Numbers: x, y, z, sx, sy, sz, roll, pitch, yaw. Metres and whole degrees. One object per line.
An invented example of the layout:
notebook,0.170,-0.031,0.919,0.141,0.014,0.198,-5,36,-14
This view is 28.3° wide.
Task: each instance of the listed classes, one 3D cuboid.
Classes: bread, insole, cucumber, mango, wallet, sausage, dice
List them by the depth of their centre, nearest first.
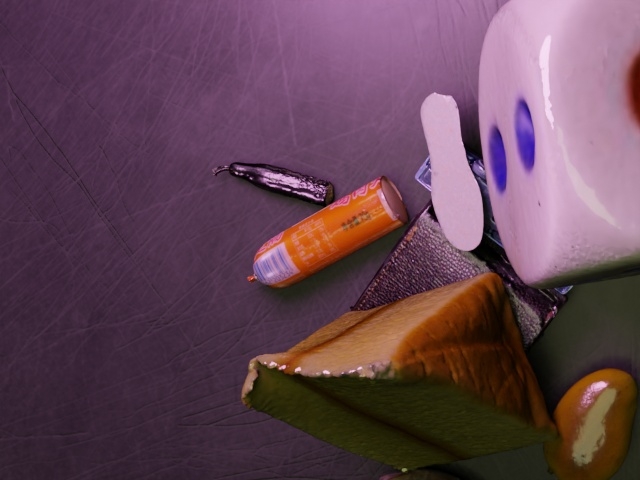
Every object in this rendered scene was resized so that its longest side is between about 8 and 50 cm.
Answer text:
dice,0.331,-0.120,1.362,0.277,0.304,0.304,-10,83,-4
bread,0.081,0.194,1.457,0.233,0.362,0.244,-17,93,30
insole,0.157,-0.083,1.538,0.065,0.004,0.197,-16,83,33
mango,0.341,0.231,1.583,0.103,0.076,0.161,27,103,17
wallet,0.157,0.105,1.630,0.221,0.071,0.262,38,115,8
sausage,0.000,0.000,1.659,0.234,0.071,0.071,-29,89,20
cucumber,-0.062,-0.079,1.687,0.163,0.043,0.039,18,146,18

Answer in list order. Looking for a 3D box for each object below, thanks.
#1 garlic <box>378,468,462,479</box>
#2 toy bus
garlic,0.134,0.353,1.642,0.198,0.128,0.090,33,123,8
toy bus,0.233,-0.036,1.565,0.236,0.094,0.079,39,113,11
